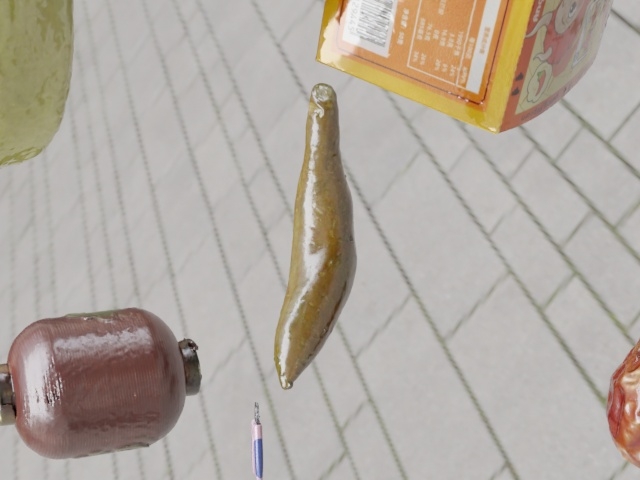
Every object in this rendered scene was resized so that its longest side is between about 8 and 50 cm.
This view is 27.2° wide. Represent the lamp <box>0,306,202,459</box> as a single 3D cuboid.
[{"bbox_3d":[-0.272,0.171,1.577,0.180,0.258,0.180,173,90,-71],"label":"lamp"}]

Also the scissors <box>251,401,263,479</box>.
[{"bbox_3d":[-0.089,0.280,1.848,0.039,0.012,0.113,-136,44,-71],"label":"scissors"}]

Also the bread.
[{"bbox_3d":[-0.352,-0.197,1.092,0.320,0.237,0.320,19,113,54],"label":"bread"}]

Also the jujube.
[{"bbox_3d":[0.451,0.182,1.650,0.174,0.174,0.250,-26,18,47],"label":"jujube"}]

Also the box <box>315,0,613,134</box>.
[{"bbox_3d":[0.164,-0.290,1.204,0.259,0.214,0.283,-37,-34,-48],"label":"box"}]

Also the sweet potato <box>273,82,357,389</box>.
[{"bbox_3d":[0.002,-0.003,1.517,0.108,0.079,0.346,1,-85,-78],"label":"sweet potato"}]
